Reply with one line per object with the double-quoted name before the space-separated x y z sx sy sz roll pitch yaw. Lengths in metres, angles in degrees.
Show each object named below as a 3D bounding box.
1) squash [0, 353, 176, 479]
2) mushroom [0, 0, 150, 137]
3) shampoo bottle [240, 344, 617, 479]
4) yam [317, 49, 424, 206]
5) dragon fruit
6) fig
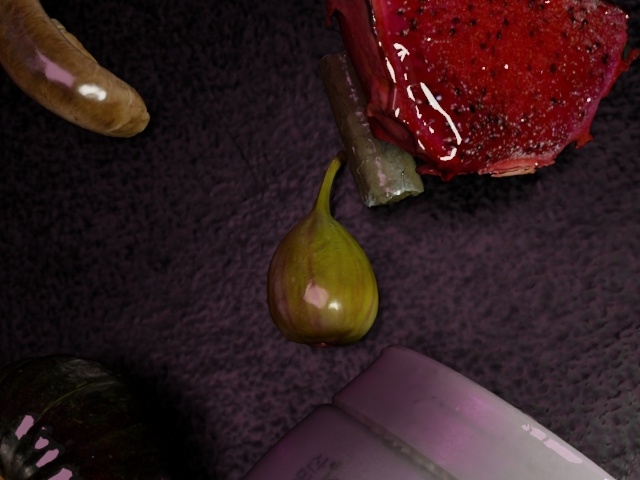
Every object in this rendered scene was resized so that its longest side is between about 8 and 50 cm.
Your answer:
"squash" -0.196 0.181 0.595 0.193 0.156 0.193 -11 59 19
"mushroom" -0.237 -0.165 0.683 0.072 0.094 0.210 -41 83 -3
"shampoo bottle" 0.063 0.225 0.491 0.273 0.273 0.266 37 77 11
"yam" 0.040 -0.090 0.650 0.054 0.054 0.132 -19 79 5
"dragon fruit" 0.105 -0.140 0.597 0.189 0.261 0.163 59 134 48
"fig" -0.005 0.011 0.642 0.093 0.093 0.166 -16 52 5
